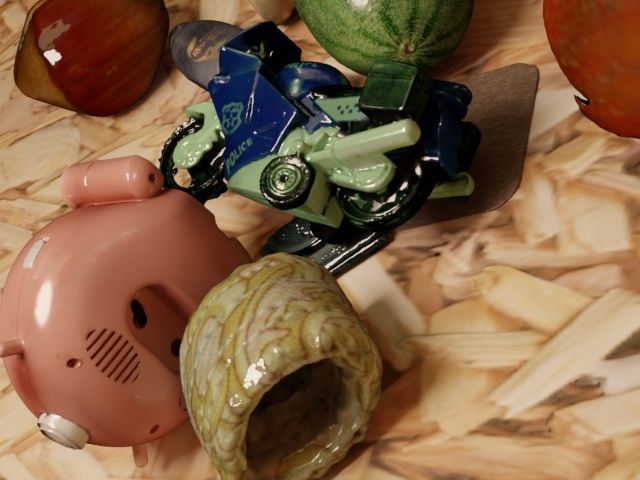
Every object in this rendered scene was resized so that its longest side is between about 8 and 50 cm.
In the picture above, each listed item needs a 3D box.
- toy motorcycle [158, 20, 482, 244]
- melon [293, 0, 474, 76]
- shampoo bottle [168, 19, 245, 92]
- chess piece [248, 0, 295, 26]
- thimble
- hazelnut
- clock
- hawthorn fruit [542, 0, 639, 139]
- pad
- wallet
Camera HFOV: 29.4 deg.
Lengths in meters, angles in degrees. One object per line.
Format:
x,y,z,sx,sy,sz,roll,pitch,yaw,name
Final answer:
-0.011,-0.106,1.131,0.331,0.125,0.196,8,73,38,toy motorcycle
0.056,-0.276,1.239,0.182,0.182,0.288,-38,40,12,melon
-0.116,-0.216,1.457,0.087,0.049,0.233,-48,37,-5,shampoo bottle
0.020,-0.397,1.413,0.299,0.167,0.167,-34,39,10,chess piece
-0.042,0.116,1.018,0.190,0.137,0.143,-50,36,14,thimble
-0.292,-0.252,1.556,0.212,0.181,0.181,21,95,61,hazelnut
-0.173,0.077,1.101,0.142,0.227,0.241,-2,51,42,clock
0.320,-0.205,0.887,0.307,0.276,0.276,6,57,13,hawthorn fruit
0.085,-0.079,1.180,0.266,0.002,0.176,-12,49,37,pad
0.000,0.000,1.165,0.129,0.026,0.088,-35,43,17,wallet
